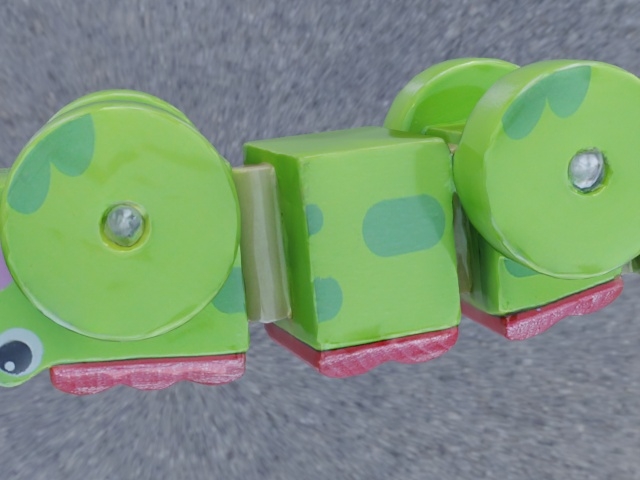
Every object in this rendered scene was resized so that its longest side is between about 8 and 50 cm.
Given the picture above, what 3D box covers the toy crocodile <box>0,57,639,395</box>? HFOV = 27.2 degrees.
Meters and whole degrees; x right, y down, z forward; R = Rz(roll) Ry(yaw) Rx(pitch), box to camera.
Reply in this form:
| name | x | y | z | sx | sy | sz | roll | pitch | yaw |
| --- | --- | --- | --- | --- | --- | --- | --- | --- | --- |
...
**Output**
| name | x | y | z | sx | sy | sz | roll | pitch | yaw |
| --- | --- | --- | --- | --- | --- | --- | --- | --- | --- |
| toy crocodile | 0.000 | 0.000 | 0.422 | 0.340 | 0.115 | 0.105 | -6 | 99 | -13 |
